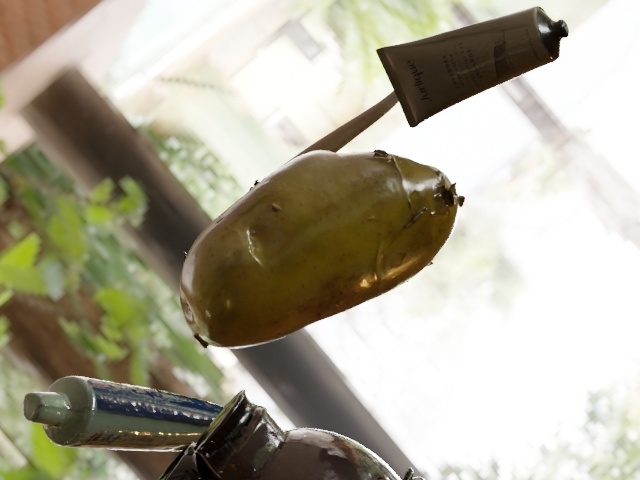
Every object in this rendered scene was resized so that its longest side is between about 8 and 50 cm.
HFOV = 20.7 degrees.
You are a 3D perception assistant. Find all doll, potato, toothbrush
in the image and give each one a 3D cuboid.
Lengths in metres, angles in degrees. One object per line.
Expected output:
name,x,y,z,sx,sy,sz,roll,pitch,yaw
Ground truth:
doll,0.020,0.203,1.044,0.182,0.257,0.117,-47,-168,36
potato,0.000,0.000,1.690,0.300,0.140,0.173,-23,133,-21
toothbrush,0.044,-0.124,1.857,0.307,0.025,0.029,-35,-150,18

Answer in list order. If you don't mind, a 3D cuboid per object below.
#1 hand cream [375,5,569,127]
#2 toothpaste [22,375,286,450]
hand cream,0.150,-0.174,1.677,0.186,0.087,0.054,-19,-164,26
toothpaste,-0.112,0.130,1.247,0.069,0.047,0.268,-24,157,30
